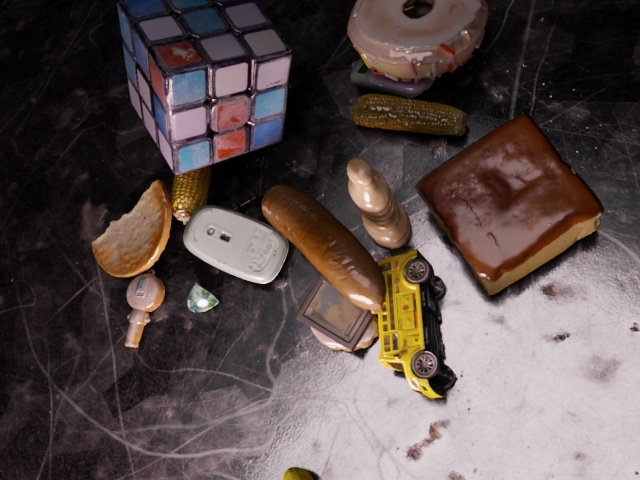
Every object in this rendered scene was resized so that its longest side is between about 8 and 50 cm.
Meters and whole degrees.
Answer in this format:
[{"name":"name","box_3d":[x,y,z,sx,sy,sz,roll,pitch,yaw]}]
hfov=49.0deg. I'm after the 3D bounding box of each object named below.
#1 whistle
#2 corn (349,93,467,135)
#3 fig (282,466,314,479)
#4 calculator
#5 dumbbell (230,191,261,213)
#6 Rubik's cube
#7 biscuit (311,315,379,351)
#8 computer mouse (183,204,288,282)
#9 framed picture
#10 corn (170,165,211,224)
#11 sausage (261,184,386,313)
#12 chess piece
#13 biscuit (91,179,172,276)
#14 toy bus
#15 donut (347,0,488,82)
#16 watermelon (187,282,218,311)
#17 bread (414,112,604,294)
[{"name":"whistle","box_3d":[-0.489,0.182,1.912,0.107,0.057,0.220,7,74,19]},{"name":"corn","box_3d":[0.229,-0.333,1.868,0.319,0.097,0.097,12,74,21]},{"name":"fig","box_3d":[-0.054,0.557,1.620,0.074,0.074,0.088,-43,42,-2]},{"name":"calculator","box_3d":[0.195,-0.460,1.935,0.246,0.045,0.141,20,59,24]},{"name":"dumbbell","box_3d":[-0.206,-0.103,1.944,0.083,0.040,0.036,-29,33,5]},{"name":"Rubik's cube","box_3d":[-0.312,-0.444,1.881,0.358,0.363,0.362,-21,60,-25]},{"name":"biscuit","box_3d":[0.054,0.172,1.747,0.180,0.049,0.208,-11,68,13]},{"name":"computer mouse","box_3d":[-0.227,0.008,1.875,0.288,0.097,0.160,23,78,7]},{"name":"framed picture","box_3d":[0.040,0.174,1.710,0.168,0.023,0.128,29,82,23]},{"name":"corn","box_3d":[-0.360,-0.199,1.994,0.106,0.106,0.305,-2,68,17]},{"name":"sausage","box_3d":[0.000,-0.002,1.723,0.123,0.136,0.501,-20,41,-26]},{"name":"chess piece","box_3d":[0.130,-0.097,1.682,0.124,0.307,0.139,-1,68,18]},{"name":"biscuit","box_3d":[-0.512,-0.007,1.963,0.309,0.040,0.205,-39,61,21]},{"name":"toy bus","box_3d":[0.212,0.199,1.633,0.152,0.144,0.330,-12,63,22]},{"name":"donut","box_3d":[0.262,-0.574,1.886,0.382,0.142,0.383,-6,54,8]},{"name":"watermelon","box_3d":[-0.322,0.154,1.882,0.085,0.085,0.061,-14,26,12]},{"name":"bread","box_3d":[0.446,-0.089,1.672,0.333,0.143,0.324,-34,62,3]}]
